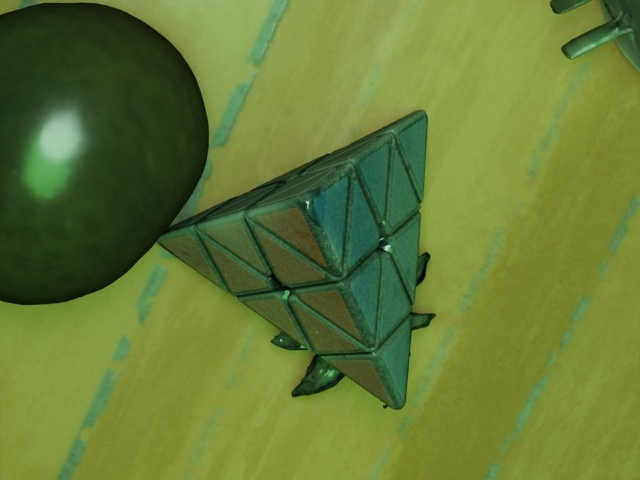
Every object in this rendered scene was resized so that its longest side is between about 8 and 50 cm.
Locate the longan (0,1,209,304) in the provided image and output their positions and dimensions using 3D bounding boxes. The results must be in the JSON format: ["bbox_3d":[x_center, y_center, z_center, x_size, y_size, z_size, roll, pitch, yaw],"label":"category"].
[{"bbox_3d":[-0.237,-0.074,1.216,0.300,0.243,0.300,-20,140,-18],"label":"longan"}]

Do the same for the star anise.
[{"bbox_3d":[0.034,0.079,1.372,0.204,0.061,0.181,-29,106,3],"label":"star anise"}]

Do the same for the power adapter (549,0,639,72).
[{"bbox_3d":[0.344,-0.259,1.256,0.255,0.124,0.187,-27,134,1],"label":"power adapter"}]

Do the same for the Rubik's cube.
[{"bbox_3d":[0.000,0.002,1.273,0.228,0.228,0.233,11,124,-30],"label":"Rubik's cube"}]
